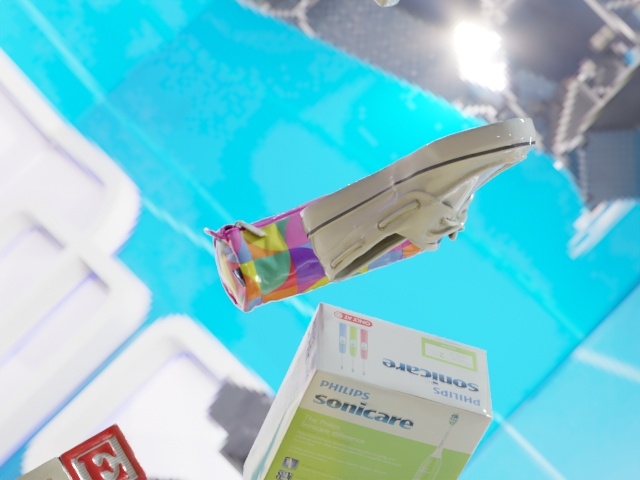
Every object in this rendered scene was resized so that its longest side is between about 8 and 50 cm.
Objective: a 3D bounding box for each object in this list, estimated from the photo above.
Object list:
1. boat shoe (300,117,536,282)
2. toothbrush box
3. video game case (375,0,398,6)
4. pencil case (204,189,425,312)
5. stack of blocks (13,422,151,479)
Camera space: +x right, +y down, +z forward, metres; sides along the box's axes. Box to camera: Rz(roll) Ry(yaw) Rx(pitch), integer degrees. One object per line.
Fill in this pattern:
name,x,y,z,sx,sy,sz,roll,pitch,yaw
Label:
boat shoe,0.096,-0.034,1.457,0.096,0.268,0.088,-7,75,-58
toothbrush box,0.046,0.234,1.779,0.206,0.283,0.122,16,37,-10
video game case,0.031,-0.362,1.416,0.227,0.026,0.206,52,-41,26
pencil case,0.000,0.000,1.658,0.104,0.236,0.104,162,-90,-73
stack of blocks,-0.214,0.263,0.956,0.171,0.297,0.087,58,-20,8
